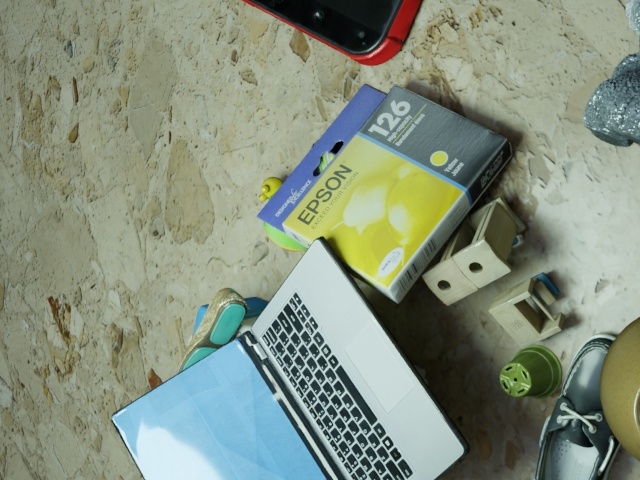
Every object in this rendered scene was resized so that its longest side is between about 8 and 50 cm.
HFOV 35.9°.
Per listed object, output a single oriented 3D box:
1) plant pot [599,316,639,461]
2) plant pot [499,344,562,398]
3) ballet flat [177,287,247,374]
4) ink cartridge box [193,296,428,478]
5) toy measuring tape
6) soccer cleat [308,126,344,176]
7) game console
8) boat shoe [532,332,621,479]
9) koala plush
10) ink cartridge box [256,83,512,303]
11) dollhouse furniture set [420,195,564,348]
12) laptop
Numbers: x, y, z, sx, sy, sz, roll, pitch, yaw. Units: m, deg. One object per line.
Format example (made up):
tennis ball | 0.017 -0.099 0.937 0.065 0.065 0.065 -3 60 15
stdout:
plant pot | 0.463 0.201 1.236 0.237 0.254 0.237 -1 88 20
plant pot | 0.310 0.205 1.490 0.083 0.079 0.083 4 96 37
ballet flat | -0.186 0.164 1.671 0.206 0.073 0.067 -56 34 20
ink cartridge box | -0.044 0.296 1.704 0.394 0.166 0.286 19 103 34
toy measuring tape | 0.000 0.000 1.675 0.330 0.121 0.121 43 117 27
soccer cleat | 0.089 -0.085 1.626 0.289 0.093 0.121 39 108 28
game console | 0.031 -0.511 1.668 0.386 0.060 0.342 33 107 29
boat shoe | 0.381 0.286 1.436 0.114 0.091 0.303 13 101 35
koala plush | 0.462 -0.226 1.294 0.196 0.203 0.221 26 96 32
ink cartridge box | 0.088 -0.097 1.545 0.307 0.072 0.304 31 76 29
dollhouse furniture set | 0.269 0.059 1.506 0.129 0.129 0.184 -33 106 36
laptop | -0.064 0.282 1.460 0.382 0.236 0.408 55 134 20
